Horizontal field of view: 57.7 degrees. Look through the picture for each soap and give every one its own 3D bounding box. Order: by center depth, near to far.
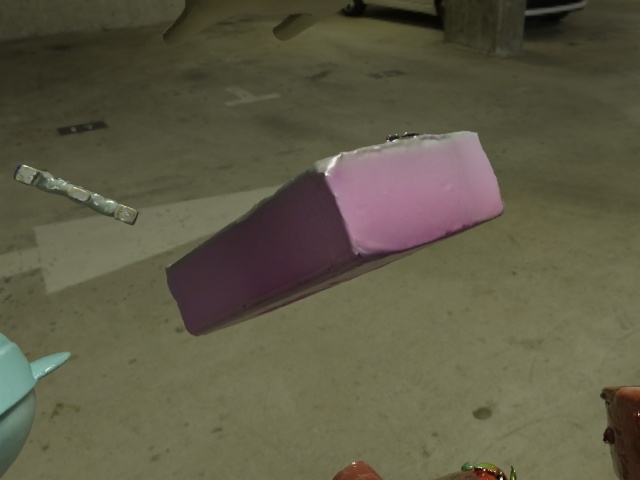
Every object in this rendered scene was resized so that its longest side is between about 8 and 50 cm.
[{"bbox_3d":[0.001,0.002,0.503,0.181,0.081,0.259,-16,-9,-42],"label":"soap"}]

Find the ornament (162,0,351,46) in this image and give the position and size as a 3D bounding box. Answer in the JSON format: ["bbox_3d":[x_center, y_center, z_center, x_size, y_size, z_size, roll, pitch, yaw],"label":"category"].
[{"bbox_3d":[-0.059,-0.237,0.521,0.230,0.061,0.245,-17,6,-33],"label":"ornament"}]

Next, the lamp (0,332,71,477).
[{"bbox_3d":[-0.329,0.154,0.410,0.209,0.147,0.284,-28,-12,18],"label":"lamp"}]

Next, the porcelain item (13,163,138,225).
[{"bbox_3d":[-0.282,-0.053,0.675,0.136,0.021,0.075,24,-5,-26],"label":"porcelain item"}]

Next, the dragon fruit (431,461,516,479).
[{"bbox_3d":[0.122,0.254,0.502,0.175,0.142,0.138,36,20,16],"label":"dragon fruit"}]

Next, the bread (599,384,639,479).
[{"bbox_3d":[0.373,0.171,0.527,0.212,0.142,0.224,0,-12,3],"label":"bread"}]

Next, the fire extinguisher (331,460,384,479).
[{"bbox_3d":[0.146,0.499,0.895,0.106,0.147,0.337,-37,36,-15],"label":"fire extinguisher"}]
